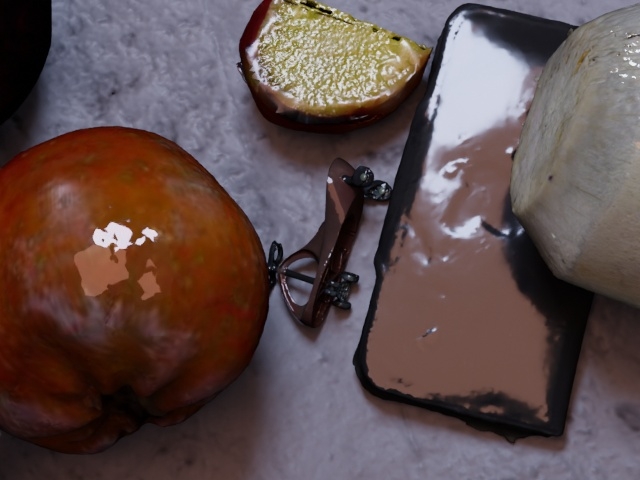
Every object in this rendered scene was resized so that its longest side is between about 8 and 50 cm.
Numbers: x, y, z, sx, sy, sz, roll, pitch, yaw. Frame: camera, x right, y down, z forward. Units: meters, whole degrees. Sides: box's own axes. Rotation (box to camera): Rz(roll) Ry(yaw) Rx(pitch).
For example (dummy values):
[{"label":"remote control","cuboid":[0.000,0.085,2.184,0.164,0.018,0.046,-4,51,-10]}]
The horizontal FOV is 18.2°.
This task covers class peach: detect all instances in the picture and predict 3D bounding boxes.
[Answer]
[{"label":"peach","cuboid":[0.011,-0.157,1.777,0.172,0.092,0.127,-3,81,-5]}]

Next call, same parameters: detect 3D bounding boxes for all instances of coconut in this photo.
[{"label":"coconut","cuboid":[0.296,-0.063,1.618,0.247,0.245,0.245,18,79,-9]}]

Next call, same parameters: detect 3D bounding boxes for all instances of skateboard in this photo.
[{"label":"skateboard","cuboid":[0.000,0.000,1.761,0.080,0.067,0.151,17,84,20]}]

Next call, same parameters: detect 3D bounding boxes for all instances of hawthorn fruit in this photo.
[{"label":"hawthorn fruit","cuboid":[-0.182,0.043,1.667,0.284,0.284,0.284,-2,77,7]}]

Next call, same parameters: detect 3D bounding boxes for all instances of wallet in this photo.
[{"label":"wallet","cuboid":[0.157,-0.021,1.747,0.197,0.051,0.377,13,80,7]}]

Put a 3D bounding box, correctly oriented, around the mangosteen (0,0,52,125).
[{"label":"mangosteen","cuboid":[-0.401,-0.191,1.736,0.307,0.307,0.347,45,98,14]}]
